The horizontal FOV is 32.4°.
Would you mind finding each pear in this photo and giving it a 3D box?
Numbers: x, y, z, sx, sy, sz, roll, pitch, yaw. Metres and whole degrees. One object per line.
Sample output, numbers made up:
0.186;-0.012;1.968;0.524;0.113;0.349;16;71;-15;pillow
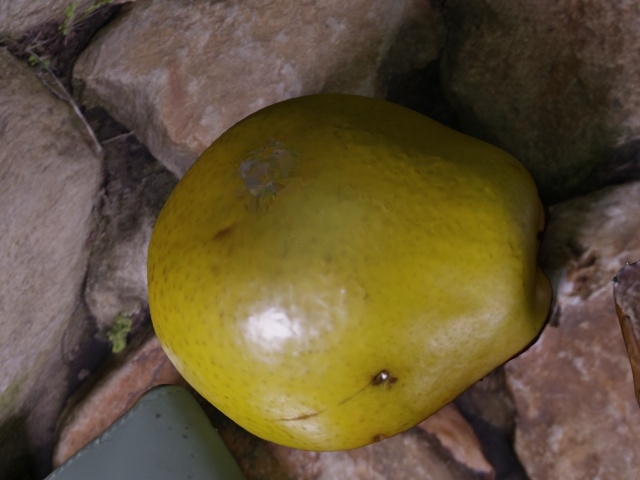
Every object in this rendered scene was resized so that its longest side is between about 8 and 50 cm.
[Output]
0.000;0.000;0.995;0.387;0.191;0.340;-14;54;21;pear

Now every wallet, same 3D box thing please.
-0.146;0.307;0.943;0.252;0.083;0.360;-37;47;-5;wallet

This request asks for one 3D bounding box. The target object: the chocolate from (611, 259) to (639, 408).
0.338;0.064;0.828;0.214;0.093;0.148;-18;53;19;chocolate
